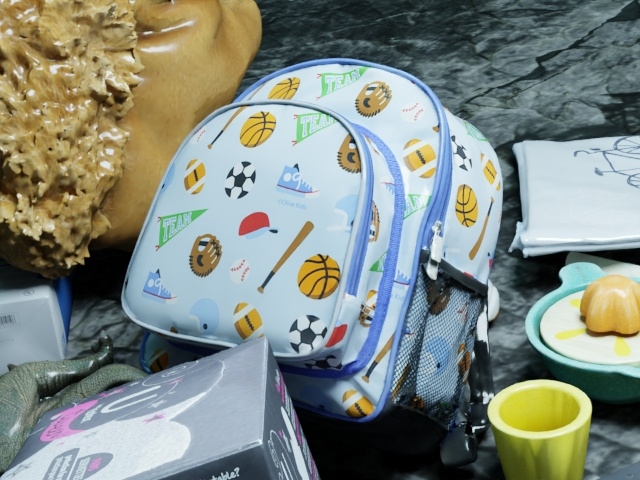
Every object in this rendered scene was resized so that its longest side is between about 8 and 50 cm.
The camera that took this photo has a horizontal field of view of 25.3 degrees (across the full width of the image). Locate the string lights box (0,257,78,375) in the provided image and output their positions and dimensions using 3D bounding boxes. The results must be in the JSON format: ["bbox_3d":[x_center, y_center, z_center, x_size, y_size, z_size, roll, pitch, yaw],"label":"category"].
[{"bbox_3d":[-0.293,0.029,1.290,0.133,0.076,0.259,-8,26,-1],"label":"string lights box"}]

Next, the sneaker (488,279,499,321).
[{"bbox_3d":[0.013,0.014,1.185,0.263,0.121,0.099,-4,26,8],"label":"sneaker"}]

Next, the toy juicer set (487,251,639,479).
[{"bbox_3d":[0.255,0.068,1.045,0.209,0.089,0.329,2,28,20],"label":"toy juicer set"}]

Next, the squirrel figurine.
[{"bbox_3d":[-0.180,-0.180,1.216,0.281,0.370,0.397,25,26,19],"label":"squirrel figurine"}]

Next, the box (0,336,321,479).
[{"bbox_3d":[-0.083,0.162,0.793,0.163,0.142,0.247,-19,7,2],"label":"box"}]

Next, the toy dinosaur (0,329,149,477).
[{"bbox_3d":[-0.245,0.132,1.066,0.314,0.121,0.160,12,44,26],"label":"toy dinosaur"}]

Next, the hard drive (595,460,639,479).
[{"bbox_3d":[0.202,0.223,0.790,0.172,0.054,0.255,-19,28,-21],"label":"hard drive"}]

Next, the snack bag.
[{"bbox_3d":[0.341,-0.063,1.298,0.343,0.037,0.323,-4,20,8],"label":"snack bag"}]

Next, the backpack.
[{"bbox_3d":[0.000,0.000,1.035,0.277,0.213,0.263,9,70,30],"label":"backpack"}]
